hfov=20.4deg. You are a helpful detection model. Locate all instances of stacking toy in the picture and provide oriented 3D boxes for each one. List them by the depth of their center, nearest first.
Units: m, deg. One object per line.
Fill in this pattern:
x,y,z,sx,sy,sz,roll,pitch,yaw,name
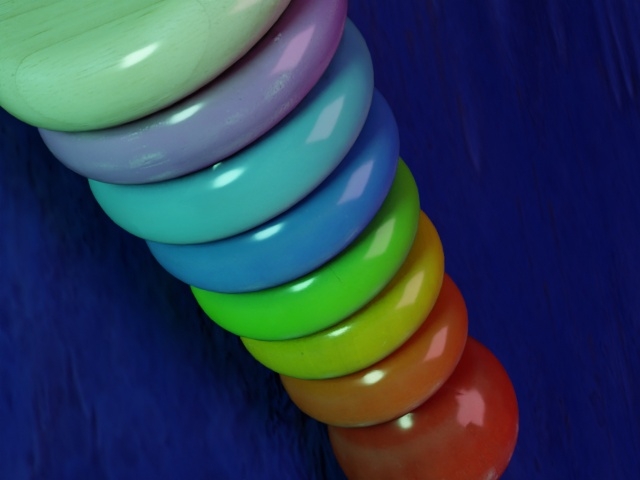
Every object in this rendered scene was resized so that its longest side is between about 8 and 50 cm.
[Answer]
0.000,0.000,0.750,0.330,0.141,0.141,55,32,-37,stacking toy
